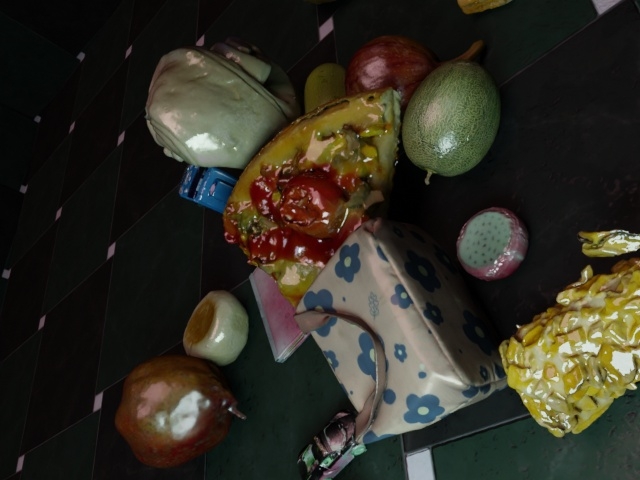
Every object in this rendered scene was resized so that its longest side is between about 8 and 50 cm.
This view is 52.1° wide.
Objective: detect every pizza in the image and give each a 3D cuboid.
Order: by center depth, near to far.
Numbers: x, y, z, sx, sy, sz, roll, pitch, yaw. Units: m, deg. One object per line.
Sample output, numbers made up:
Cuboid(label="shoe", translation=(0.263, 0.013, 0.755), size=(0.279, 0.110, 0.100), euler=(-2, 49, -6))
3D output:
Cuboid(label="pizza", translation=(0.000, 0.000, 1.044), size=(0.440, 0.130, 0.406), euler=(-35, 66, 40))

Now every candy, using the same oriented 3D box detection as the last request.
Cuboid(label="candy", translation=(0.235, 0.005, 0.896), size=(0.103, 0.043, 0.103), euler=(-32, 46, 41))

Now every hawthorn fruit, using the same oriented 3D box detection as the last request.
Cuboid(label="hawthorn fruit", translation=(-0.249, 0.316, 1.227), size=(0.248, 0.208, 0.208), euler=(-9, 61, 20))

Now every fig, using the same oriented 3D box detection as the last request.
Cuboid(label="fig", translation=(0.146, -0.261, 1.071), size=(0.207, 0.175, 0.175), euler=(-1, 69, 36))

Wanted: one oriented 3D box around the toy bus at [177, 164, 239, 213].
Cuboid(label="toy bus", translation=(-0.194, -0.095, 1.375), size=(0.106, 0.185, 0.090), euler=(21, 88, 52))

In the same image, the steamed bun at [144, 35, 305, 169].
Cuboid(label="steamed bun", translation=(-0.188, -0.282, 1.317), size=(0.339, 0.352, 0.247), euler=(29, 122, 54))

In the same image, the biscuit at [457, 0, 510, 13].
Cuboid(label="biscuit", translation=(0.308, -0.560, 1.112), size=(0.094, 0.054, 0.378), euler=(-3, 68, 50))

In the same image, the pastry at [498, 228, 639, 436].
Cuboid(label="pastry", translation=(0.308, 0.089, 0.706), size=(0.250, 0.102, 0.154), euler=(-49, 42, 24))

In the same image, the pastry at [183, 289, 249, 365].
Cuboid(label="pastry", translation=(-0.207, 0.178, 1.318), size=(0.156, 0.092, 0.156), euler=(-25, 53, 38))

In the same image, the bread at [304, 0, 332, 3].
Cuboid(label="bread", translation=(0.022, -0.630, 1.458), size=(0.230, 0.123, 0.230), euler=(-36, 41, 40))

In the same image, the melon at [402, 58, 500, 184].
Cuboid(label="melon", translation=(0.192, -0.173, 0.971), size=(0.139, 0.139, 0.192), euler=(23, 90, 54))

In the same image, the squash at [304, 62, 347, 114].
Cuboid(label="squash", translation=(0.021, -0.268, 1.262), size=(0.123, 0.123, 0.186), euler=(-40, 40, 32))

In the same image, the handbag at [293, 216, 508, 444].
Cuboid(label="handbag", translation=(0.098, 0.122, 0.850), size=(0.193, 0.190, 0.251), euler=(-41, 63, 26))

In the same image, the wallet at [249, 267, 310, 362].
Cuboid(label="wallet", translation=(-0.073, 0.107, 1.242), size=(0.119, 0.025, 0.232), euler=(-50, 39, 22))

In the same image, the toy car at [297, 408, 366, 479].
Cuboid(label="toy car", translation=(0.014, 0.314, 0.991), size=(0.142, 0.055, 0.069), euler=(-51, 42, 21))
